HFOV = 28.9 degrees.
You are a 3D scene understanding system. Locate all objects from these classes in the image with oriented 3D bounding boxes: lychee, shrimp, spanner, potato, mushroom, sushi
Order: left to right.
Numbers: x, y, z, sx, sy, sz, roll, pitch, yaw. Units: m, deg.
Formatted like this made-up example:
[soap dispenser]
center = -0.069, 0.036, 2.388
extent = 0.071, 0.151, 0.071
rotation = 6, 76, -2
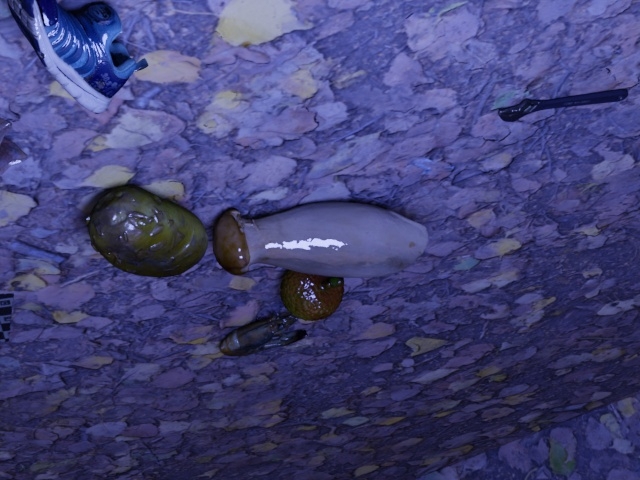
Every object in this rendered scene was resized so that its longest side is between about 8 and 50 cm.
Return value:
[sushi]
center = -0.591, 0.149, 2.098
extent = 0.139, 0.031, 0.201
rotation = -4, 152, -18
[potato]
center = -0.254, -0.003, 1.866
extent = 0.149, 0.113, 0.251
rotation = -19, 153, 13
[shrimp]
center = -0.096, 0.182, 2.388
extent = 0.150, 0.051, 0.217
rotation = 8, 155, -42
[lychee]
center = -0.013, 0.084, 2.159
extent = 0.114, 0.114, 0.146
rotation = 4, 168, -32
[mushroom]
center = 0.000, 0.000, 1.977
extent = 0.350, 0.128, 0.128
rotation = -2, 151, -18
[spanner]
center = 0.367, -0.206, 1.877
extent = 0.208, 0.012, 0.046
rotation = -9, 154, -10

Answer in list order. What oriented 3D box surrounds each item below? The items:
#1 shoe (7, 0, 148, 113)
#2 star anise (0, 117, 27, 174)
[shoe]
center = -0.282, -0.237, 1.440
extent = 0.106, 0.091, 0.207
rotation = -39, 146, 2
[star anise]
center = -0.476, -0.118, 1.580
extent = 0.196, 0.073, 0.212
rotation = -20, 156, 20
